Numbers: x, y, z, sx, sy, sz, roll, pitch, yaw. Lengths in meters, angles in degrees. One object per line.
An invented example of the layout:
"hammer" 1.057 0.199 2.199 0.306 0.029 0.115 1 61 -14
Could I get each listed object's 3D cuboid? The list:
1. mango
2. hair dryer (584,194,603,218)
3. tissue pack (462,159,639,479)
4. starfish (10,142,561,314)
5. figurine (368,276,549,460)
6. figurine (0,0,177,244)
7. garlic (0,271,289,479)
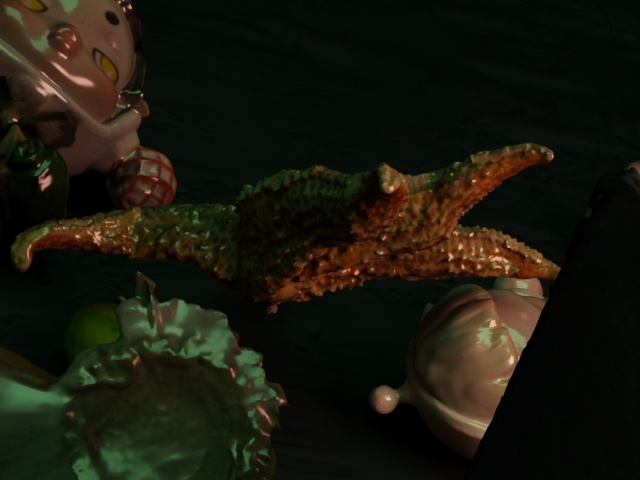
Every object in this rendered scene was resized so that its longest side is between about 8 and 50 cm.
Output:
"mango" -0.127 0.076 0.798 0.073 0.056 0.108 -18 39 -40
"hair dryer" 0.311 0.067 1.008 0.128 0.070 0.255 7 44 -17
"tissue pack" 0.138 0.206 0.443 0.124 0.394 0.288 0 40 -24
"starfish" 0.017 0.002 0.768 0.293 0.084 0.301 -8 -12 34
"figurine" 0.162 0.093 0.846 0.256 0.144 0.182 11 56 -14
"figurine" -0.236 -0.087 0.885 0.281 0.167 0.370 40 39 -24
"garlic" -0.096 0.092 0.641 0.207 0.207 0.257 18 43 0
